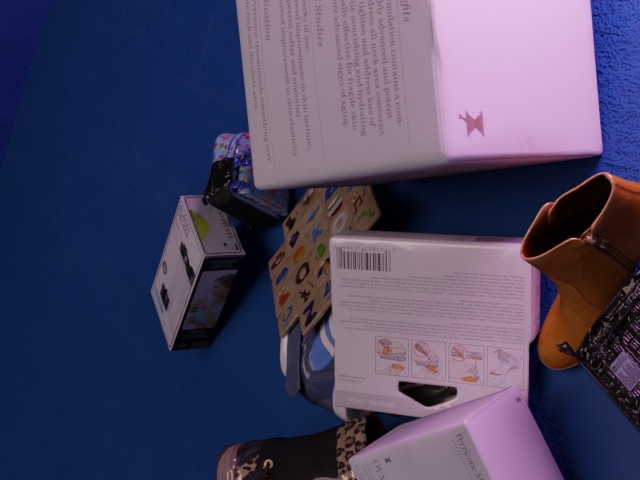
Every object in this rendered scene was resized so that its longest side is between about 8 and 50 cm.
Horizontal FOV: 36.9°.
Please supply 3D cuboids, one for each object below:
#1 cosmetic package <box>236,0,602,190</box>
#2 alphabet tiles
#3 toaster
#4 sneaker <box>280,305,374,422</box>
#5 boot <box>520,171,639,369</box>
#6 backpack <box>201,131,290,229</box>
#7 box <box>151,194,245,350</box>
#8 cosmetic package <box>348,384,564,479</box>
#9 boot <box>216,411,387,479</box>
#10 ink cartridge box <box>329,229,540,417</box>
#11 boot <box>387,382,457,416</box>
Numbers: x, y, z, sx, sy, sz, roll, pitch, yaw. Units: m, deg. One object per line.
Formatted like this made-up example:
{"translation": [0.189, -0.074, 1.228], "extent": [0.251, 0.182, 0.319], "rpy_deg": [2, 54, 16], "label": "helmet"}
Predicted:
{"translation": [0.130, -0.252, 1.354], "extent": [0.394, 0.327, 0.329], "rpy_deg": [-3, 92, 50], "label": "cosmetic package"}
{"translation": [0.000, 0.000, 1.642], "extent": [0.285, 0.011, 0.342], "rpy_deg": [-53, 25, 23], "label": "alphabet tiles"}
{"translation": [0.410, 0.130, 1.137], "extent": [0.168, 0.110, 0.185], "rpy_deg": [-58, 44, 23], "label": "toaster"}
{"translation": [0.025, 0.118, 1.589], "extent": [0.236, 0.130, 0.322], "rpy_deg": [28, 109, 46], "label": "sneaker"}
{"translation": [0.312, 0.041, 1.198], "extent": [0.295, 0.211, 0.104], "rpy_deg": [-56, 44, 26], "label": "boot"}
{"translation": [-0.133, -0.129, 1.832], "extent": [0.117, 0.158, 0.173], "rpy_deg": [-19, 55, 38], "label": "backpack"}
{"translation": [-0.249, 0.066, 1.911], "extent": [0.169, 0.087, 0.290], "rpy_deg": [66, 145, 35], "label": "box"}
{"translation": [0.194, 0.341, 1.268], "extent": [0.225, 0.138, 0.224], "rpy_deg": [-31, 83, 42], "label": "cosmetic package"}
{"translation": [-0.002, 0.464, 1.477], "extent": [0.284, 0.138, 0.377], "rpy_deg": [-23, 61, 21], "label": "boot"}
{"translation": [0.161, 0.122, 1.377], "extent": [0.296, 0.066, 0.261], "rpy_deg": [4, 102, 23], "label": "ink cartridge box"}
{"translation": [0.176, 0.264, 1.423], "extent": [0.198, 0.077, 0.137], "rpy_deg": [-35, 61, 42], "label": "boot"}
